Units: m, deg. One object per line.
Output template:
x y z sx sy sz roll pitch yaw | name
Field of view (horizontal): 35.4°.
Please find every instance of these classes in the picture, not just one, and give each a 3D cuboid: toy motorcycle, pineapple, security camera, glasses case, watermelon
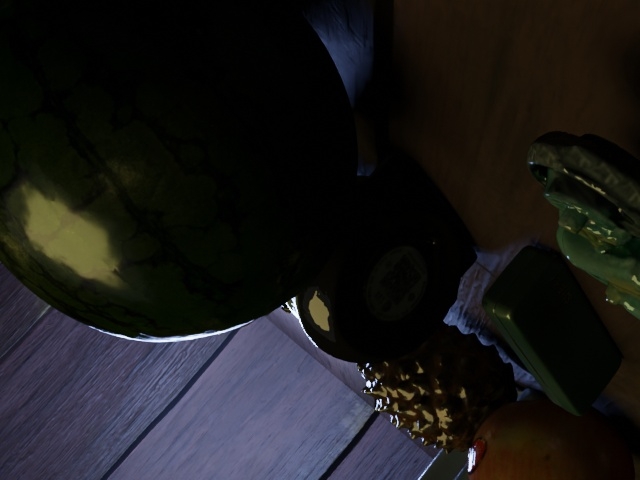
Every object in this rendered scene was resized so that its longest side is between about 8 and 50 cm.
0.244 0.037 0.596 0.296 0.109 0.198 33 179 9 | toy motorcycle
0.103 0.156 1.398 0.361 0.175 0.175 32 166 43 | pineapple
0.000 0.000 1.089 0.277 0.191 0.197 30 166 49 | security camera
0.222 0.088 0.950 0.039 0.078 0.184 27 162 50 | glasses case
-0.141 -0.087 0.858 0.363 0.363 0.363 40 169 9 | watermelon

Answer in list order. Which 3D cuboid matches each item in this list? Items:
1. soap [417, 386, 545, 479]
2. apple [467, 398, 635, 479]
0.232 0.391 1.397 0.208 0.347 0.115 44 168 -18 | soap
0.280 0.277 1.223 0.209 0.164 0.209 14 166 4 | apple
